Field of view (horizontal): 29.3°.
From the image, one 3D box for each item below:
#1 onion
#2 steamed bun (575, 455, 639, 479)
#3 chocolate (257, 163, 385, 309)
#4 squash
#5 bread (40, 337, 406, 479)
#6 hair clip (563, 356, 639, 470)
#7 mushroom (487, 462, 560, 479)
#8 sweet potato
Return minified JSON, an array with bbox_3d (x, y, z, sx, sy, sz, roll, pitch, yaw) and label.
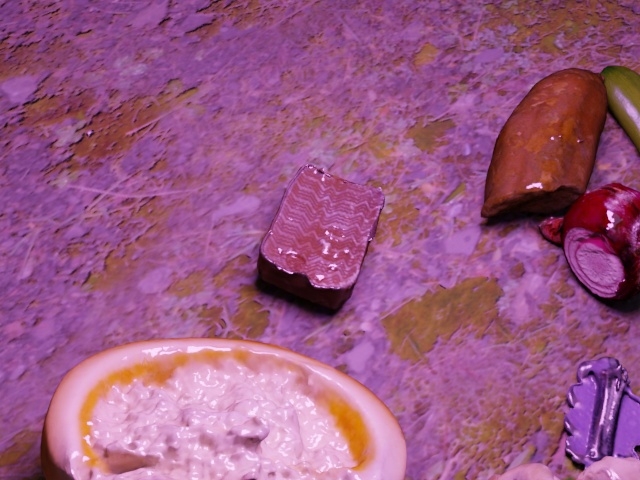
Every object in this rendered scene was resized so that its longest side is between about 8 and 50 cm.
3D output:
[{"bbox_3d":[0.422,-0.012,1.818,0.135,0.173,0.198,-26,31,-25],"label":"onion"},{"bbox_3d":[0.423,0.348,1.575,0.155,0.140,0.172,-21,64,-37],"label":"steamed bun"},{"bbox_3d":[0.000,0.000,1.763,0.148,0.093,0.214,20,53,6],"label":"chocolate"},{"bbox_3d":[0.543,-0.178,1.991,0.082,0.082,0.292,-13,58,-18],"label":"squash"},{"bbox_3d":[-0.115,0.275,1.441,0.424,0.245,0.329,7,16,-7],"label":"bread"},{"bbox_3d":[0.399,0.247,1.686,0.124,0.052,0.195,11,59,5],"label":"hair clip"},{"bbox_3d":[0.240,0.348,1.523,0.122,0.154,0.154,42,55,-12],"label":"mushroom"},{"bbox_3d":[0.361,-0.165,1.913,0.158,0.157,0.369,22,54,6],"label":"sweet potato"}]
